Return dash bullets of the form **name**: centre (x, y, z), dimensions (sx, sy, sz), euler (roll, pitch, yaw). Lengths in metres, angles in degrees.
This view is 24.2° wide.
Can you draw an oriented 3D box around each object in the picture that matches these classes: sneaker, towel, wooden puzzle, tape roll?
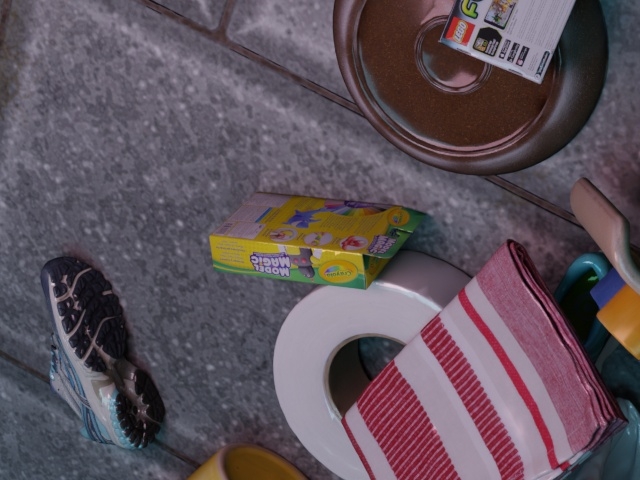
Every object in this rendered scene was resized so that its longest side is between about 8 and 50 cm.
- **sneaker**: centre (0.248, 0.135, 1.609), dimensions (0.107, 0.110, 0.275), euler (21, 85, 25)
- **towel**: centre (0.159, 0.190, 1.603), dimensions (0.329, 0.037, 0.237), euler (-49, 54, 33)
- **sneaker**: centre (-0.320, 0.156, 1.972), dimensions (0.122, 0.110, 0.283), euler (-8, 112, 32)
- **wooden puzzle**: centre (0.357, 0.106, 1.434), dimensions (0.080, 0.322, 0.348), euler (-43, 95, 9)
- **tape roll**: centre (0.090, 0.158, 1.768), dimensions (0.286, 0.100, 0.286), euler (10, 115, 21)

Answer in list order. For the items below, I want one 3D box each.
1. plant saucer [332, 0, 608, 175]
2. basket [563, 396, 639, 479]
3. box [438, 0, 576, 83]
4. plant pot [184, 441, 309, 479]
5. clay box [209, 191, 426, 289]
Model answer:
- **plant saucer**: centre (0.148, -0.203, 1.592), dimensions (0.311, 0.050, 0.310), euler (12, 121, 21)
- **basket**: centre (0.305, 0.417, 1.658), dimensions (0.266, 0.328, 0.331), euler (-35, 100, 35)
- **box**: centre (0.208, -0.273, 1.483), dimensions (0.114, 0.036, 0.207), euler (23, 103, 5)
- **plant pot**: centre (-0.124, 0.403, 1.935), dimensions (0.254, 0.254, 0.239), euler (37, 111, 4)
- **clay box**: centre (0.000, 0.000, 1.721), dimensions (0.222, 0.127, 0.053), euler (8, 119, 23)
